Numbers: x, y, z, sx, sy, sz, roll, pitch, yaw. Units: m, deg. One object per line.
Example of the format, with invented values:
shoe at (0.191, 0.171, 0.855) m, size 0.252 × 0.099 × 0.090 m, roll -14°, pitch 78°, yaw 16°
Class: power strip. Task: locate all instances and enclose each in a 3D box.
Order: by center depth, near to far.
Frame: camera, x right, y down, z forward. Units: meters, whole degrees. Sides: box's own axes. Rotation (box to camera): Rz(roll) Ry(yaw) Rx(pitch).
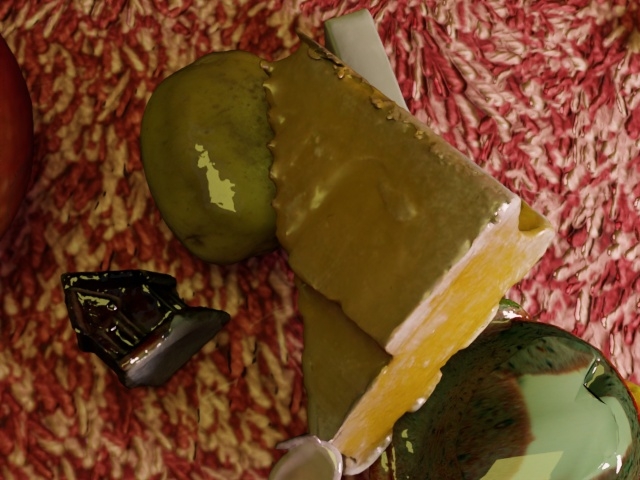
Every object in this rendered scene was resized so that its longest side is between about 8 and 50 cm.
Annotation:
power strip at (0.084, -0.074, 1.049) m, size 0.062 × 0.091 × 0.385 m, roll -16°, pitch 69°, yaw -4°

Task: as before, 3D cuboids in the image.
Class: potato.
potato at (-0.096, -0.089, 1.026) m, size 0.197 × 0.148 × 0.228 m, roll -23°, pitch 77°, yaw -22°

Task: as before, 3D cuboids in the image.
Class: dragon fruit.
dragon fruit at (0.194, 0.196, 0.925) m, size 0.295 × 0.130 × 0.268 m, roll -23°, pitch 65°, yaw -8°

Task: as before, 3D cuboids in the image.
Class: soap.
soap at (0.000, 0.000, 0.934) m, size 0.304 × 0.169 × 0.338 m, roll -51°, pitch 57°, yaw 6°

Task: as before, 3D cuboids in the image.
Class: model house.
model house at (-0.198, 0.071, 0.976) m, size 0.152 × 0.165 × 0.106 m, roll 36°, pitch 90°, yaw 15°

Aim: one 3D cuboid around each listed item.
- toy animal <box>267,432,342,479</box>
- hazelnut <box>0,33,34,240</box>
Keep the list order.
toy animal at (-0.077, 0.301, 0.841) m, size 0.325 × 0.208 × 0.154 m, roll -47°, pitch 35°, yaw 4°
hazelnut at (-0.494, -0.121, 0.914) m, size 0.429 × 0.402 × 0.402 m, roll 24°, pitch 70°, yaw -1°
